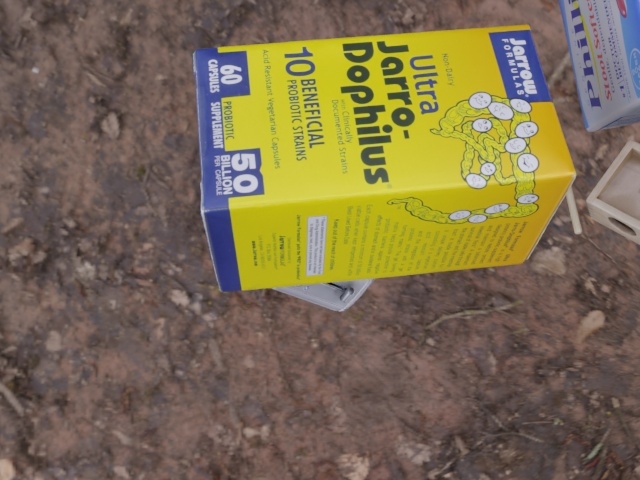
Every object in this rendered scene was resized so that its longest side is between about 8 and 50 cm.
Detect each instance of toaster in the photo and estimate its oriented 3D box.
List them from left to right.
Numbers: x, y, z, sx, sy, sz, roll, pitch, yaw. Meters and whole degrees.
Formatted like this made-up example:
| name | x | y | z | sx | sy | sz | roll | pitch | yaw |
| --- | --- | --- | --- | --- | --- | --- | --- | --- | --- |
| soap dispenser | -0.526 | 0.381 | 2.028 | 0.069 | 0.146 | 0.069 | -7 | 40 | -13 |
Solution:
| name | x | y | z | sx | sy | sz | roll | pitch | yaw |
| --- | --- | --- | --- | --- | --- | --- | --- | --- | --- |
| toaster | 0.000 | 0.000 | 1.151 | 0.129 | 0.146 | 0.227 | -51 | 26 | 26 |

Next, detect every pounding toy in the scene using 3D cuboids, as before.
| name | x | y | z | sx | sy | sz | roll | pitch | yaw |
| --- | --- | --- | --- | --- | --- | --- | --- | --- | --- |
| pounding toy | 0.487 | -0.068 | 1.303 | 0.206 | 0.094 | 0.181 | 35 | 87 | 31 |

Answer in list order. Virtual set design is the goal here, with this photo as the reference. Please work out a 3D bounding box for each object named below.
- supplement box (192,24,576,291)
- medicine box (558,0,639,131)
| name | x | y | z | sx | sy | sz | roll | pitch | yaw |
| --- | --- | --- | --- | --- | --- | --- | --- | --- | --- |
| supplement box | 0.054 | -0.084 | 0.843 | 0.356 | 0.195 | 0.194 | -6 | 63 | -5 |
| medicine box | 0.383 | -0.283 | 0.894 | 0.149 | 0.289 | 0.264 | -11 | 88 | 4 |
